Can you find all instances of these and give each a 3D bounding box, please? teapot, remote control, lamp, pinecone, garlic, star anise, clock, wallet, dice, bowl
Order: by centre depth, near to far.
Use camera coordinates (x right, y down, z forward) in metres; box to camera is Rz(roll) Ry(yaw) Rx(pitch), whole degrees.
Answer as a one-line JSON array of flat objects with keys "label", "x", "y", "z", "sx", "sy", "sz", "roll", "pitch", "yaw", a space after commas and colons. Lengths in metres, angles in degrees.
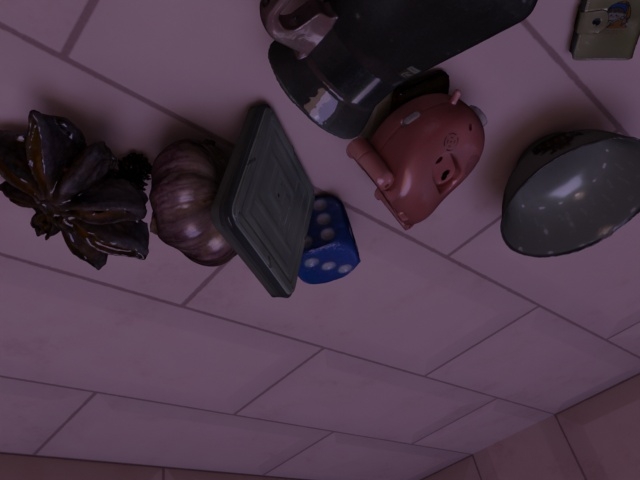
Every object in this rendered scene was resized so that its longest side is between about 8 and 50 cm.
[{"label": "teapot", "x": 0.092, "y": -0.326, "z": 0.731, "sx": 0.300, "sy": 0.254, "sz": 0.344, "roll": 11, "pitch": 141, "yaw": -45}, {"label": "star anise", "x": -0.423, "y": -0.082, "z": 0.918, "sx": 0.331, "sy": 0.118, "sz": 0.332, "roll": 18, "pitch": 139, "yaw": 16}, {"label": "wallet", "x": 0.500, "y": -0.386, "z": 0.919, "sx": 0.110, "sy": 0.039, "sz": 0.155, "roll": 4, "pitch": 142, "yaw": 13}, {"label": "garlic", "x": -0.226, "y": -0.061, "z": 0.957, "sx": 0.160, "sy": 0.245, "sz": 0.245, "roll": -21, "pitch": 139, "yaw": 12}, {"label": "lamp", "x": -0.089, "y": -0.068, "z": 0.972, "sx": 0.047, "sy": 0.267, "sz": 0.269, "roll": -4, "pitch": 144, "yaw": 21}, {"label": "clock", "x": 0.202, "y": -0.151, "z": 0.975, "sx": 0.241, "sy": 0.142, "sz": 0.227, "roll": -37, "pitch": 148, "yaw": 4}, {"label": "pinecone", "x": -0.348, "y": -0.122, "z": 0.984, "sx": 0.083, "sy": 0.077, "sz": 0.077, "roll": -48, "pitch": 137, "yaw": -8}, {"label": "remote control", "x": 0.111, "y": -0.236, "z": 0.999, "sx": 0.074, "sy": 0.032, "sz": 0.122, "roll": -13, "pitch": 143, "yaw": -25}, {"label": "wallet", "x": 0.182, "y": -0.206, "z": 1.040, "sx": 0.137, "sy": 0.031, "sz": 0.255, "roll": -23, "pitch": 146, "yaw": -19}, {"label": "bowl", "x": 0.522, "y": -0.129, "z": 1.148, "sx": 0.336, "sy": 0.158, "sz": 0.337, "roll": -8, "pitch": 139, "yaw": -7}, {"label": "dice", "x": 0.000, "y": 0.000, "z": 1.165, "sx": 0.146, "sy": 0.143, "sz": 0.146, "roll": -19, "pitch": 143, "yaw": 5}]
